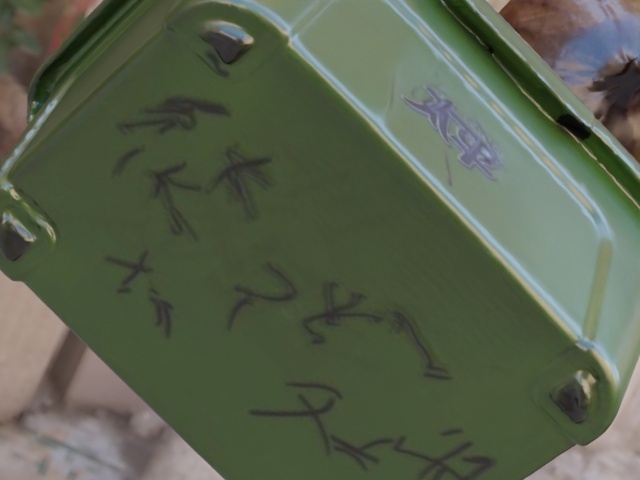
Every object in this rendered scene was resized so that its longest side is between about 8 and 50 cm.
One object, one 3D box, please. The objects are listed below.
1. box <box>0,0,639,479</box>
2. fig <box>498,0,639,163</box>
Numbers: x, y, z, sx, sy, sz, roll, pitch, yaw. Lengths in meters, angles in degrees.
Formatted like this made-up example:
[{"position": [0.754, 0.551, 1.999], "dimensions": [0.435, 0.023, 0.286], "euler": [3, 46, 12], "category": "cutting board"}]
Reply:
[{"position": [0.000, 0.000, 0.899], "dimensions": [0.328, 0.253, 0.178], "euler": [45, 31, -8], "category": "box"}, {"position": [0.248, -0.131, 1.638], "dimensions": [0.235, 0.235, 0.214], "euler": [28, 16, 6], "category": "fig"}]
